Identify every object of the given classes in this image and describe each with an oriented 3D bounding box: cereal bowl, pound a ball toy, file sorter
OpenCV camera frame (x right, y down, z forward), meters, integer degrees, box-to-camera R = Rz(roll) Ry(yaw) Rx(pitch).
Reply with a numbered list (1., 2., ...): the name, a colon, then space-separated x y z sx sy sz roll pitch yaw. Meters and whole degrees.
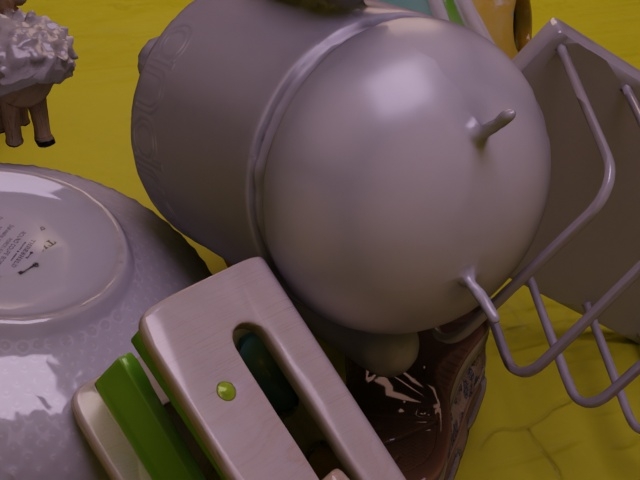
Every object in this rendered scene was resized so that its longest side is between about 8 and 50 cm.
1. cereal bowl: -0.216 0.055 1.071 0.339 0.141 0.339 9 39 -7
2. pound a ball toy: 0.020 0.157 0.898 0.136 0.208 0.319 -26 77 -39
3. file sorter: 0.220 0.015 1.131 0.278 0.193 0.173 26 32 -29

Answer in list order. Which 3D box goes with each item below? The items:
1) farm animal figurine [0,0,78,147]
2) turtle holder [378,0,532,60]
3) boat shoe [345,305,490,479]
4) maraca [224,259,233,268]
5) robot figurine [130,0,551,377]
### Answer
1. farm animal figurine: -0.376 -0.170 1.197 0.330 0.172 0.327 -10 24 -18
2. turtle holder: 0.088 -0.204 1.374 0.320 0.243 0.227 -37 77 -3
3. boat shoe: 0.061 0.115 1.137 0.105 0.089 0.285 7 33 13
4. maraca: 0.000 0.000 1.242 0.186 0.099 0.127 -1 52 -39
5. robot figurine: 0.010 -0.059 1.034 0.200 0.299 0.353 -23 27 -26
